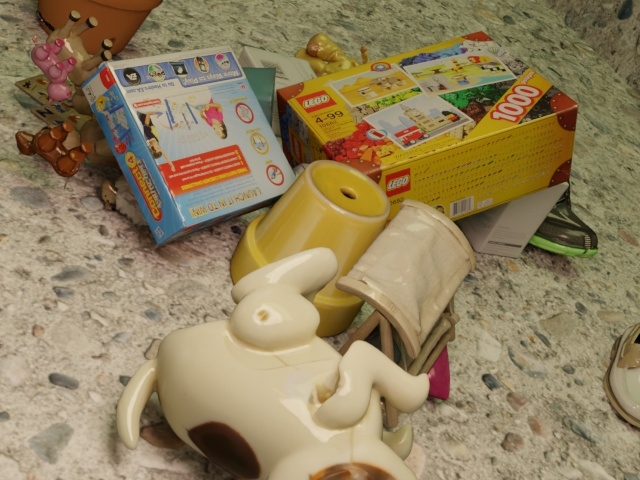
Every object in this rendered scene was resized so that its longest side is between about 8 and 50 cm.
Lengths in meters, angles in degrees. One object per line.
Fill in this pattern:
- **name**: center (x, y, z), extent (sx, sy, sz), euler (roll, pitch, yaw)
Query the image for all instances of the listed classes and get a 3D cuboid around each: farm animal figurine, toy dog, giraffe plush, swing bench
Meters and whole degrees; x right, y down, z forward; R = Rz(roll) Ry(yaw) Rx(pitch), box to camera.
- **farm animal figurine**: center (-0.406, -0.206, 1.699), extent (0.327, 0.172, 0.330), euler (29, 48, -32)
- **toy dog**: center (-0.029, 0.257, 1.257), extent (0.396, 0.284, 0.408), euler (-10, 49, -35)
- **giraffe plush**: center (0.028, -0.377, 2.309), extent (0.210, 0.181, 0.170), euler (10, 43, 0)
- **swing bench**: center (0.131, 0.113, 1.542), extent (0.165, 0.254, 0.253), euler (27, 44, 15)

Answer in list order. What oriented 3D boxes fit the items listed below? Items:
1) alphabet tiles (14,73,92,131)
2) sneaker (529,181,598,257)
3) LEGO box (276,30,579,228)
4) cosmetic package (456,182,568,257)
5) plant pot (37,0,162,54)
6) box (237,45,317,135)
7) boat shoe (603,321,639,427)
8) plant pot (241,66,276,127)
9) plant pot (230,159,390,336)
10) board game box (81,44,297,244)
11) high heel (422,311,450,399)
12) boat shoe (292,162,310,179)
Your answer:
- **alphabet tiles**: center (-0.475, -0.257, 1.875), extent (0.237, 0.009, 0.198), euler (36, 32, 10)
- **sneaker**: center (0.530, -0.141, 2.340), extent (0.185, 0.202, 0.482), euler (6, 39, -33)
- **LEGO box**: center (0.214, -0.220, 1.973), extent (0.500, 0.193, 0.372), euler (-19, 42, -17)
- **cosmetic package**: center (0.415, -0.120, 2.196), extent (0.138, 0.224, 0.224), euler (9, 37, -31)
- **plant pot**: center (-0.494, -0.542, 2.078), extent (0.291, 0.203, 0.290), euler (21, 32, -14)
- **box**: center (-0.094, -0.336, 2.190), extent (0.182, 0.119, 0.181), euler (6, 38, -34)
- **boat shoe**: center (0.662, 0.262, 1.968), extent (0.113, 0.103, 0.302), euler (28, 32, -2)
- **plant pot**: center (-0.215, -0.252, 1.915), extent (0.234, 0.165, 0.165), euler (4, 31, -3)
- **plant pot**: center (0.000, 0.000, 1.677), extent (0.254, 0.239, 0.254), euler (22, 32, -14)
- **board game box**: center (-0.219, -0.178, 1.668), extent (0.308, 0.086, 0.301), euler (-22, 86, -50)
- **high heel**: center (0.220, 0.194, 1.727), extent (0.117, 0.082, 0.244), euler (35, 32, 9)
- **boat shoe**: center (-0.043, -0.105, 1.875), extent (0.076, 0.083, 0.226), euler (-9, 10, -14)
